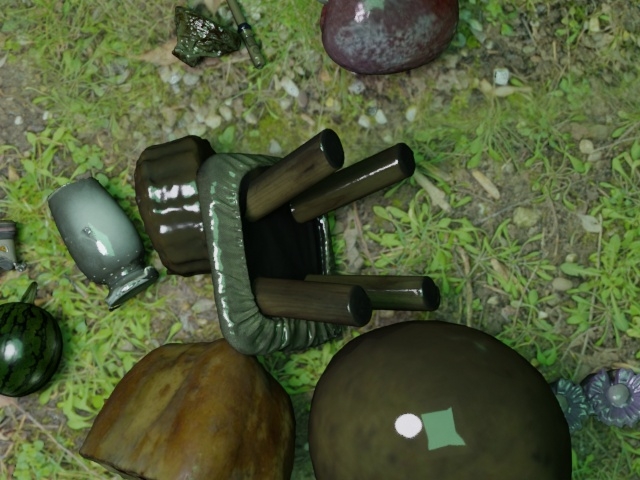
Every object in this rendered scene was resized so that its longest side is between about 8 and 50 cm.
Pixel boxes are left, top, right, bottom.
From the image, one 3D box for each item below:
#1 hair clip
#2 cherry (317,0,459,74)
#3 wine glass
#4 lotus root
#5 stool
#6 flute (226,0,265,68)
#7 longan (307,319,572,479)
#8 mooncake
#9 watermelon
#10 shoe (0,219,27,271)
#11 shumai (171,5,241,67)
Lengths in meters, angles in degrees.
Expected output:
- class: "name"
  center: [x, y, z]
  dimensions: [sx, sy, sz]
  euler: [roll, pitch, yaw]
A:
- class: "hair clip"
  center: [0.437, 0.264, 1.550]
  dimensions: [0.291, 0.085, 0.106]
  euler: [-6, 63, 1]
- class: "cherry"
  center: [0.094, -0.388, 1.575]
  dimensions: [0.285, 0.213, 0.236]
  euler: [12, 88, -10]
- class: "wine glass"
  center: [-0.348, 0.001, 1.536]
  dimensions: [0.111, 0.111, 0.204]
  euler: [-31, 84, -7]
- class: "lotus root"
  center: [-0.175, 0.298, 1.442]
  dimensions: [0.316, 0.316, 0.250]
  euler: [21, 61, 1]
- class: "stool"
  center: [0.000, 0.000, 1.427]
  dimensions: [0.226, 0.310, 0.311]
  euler: [-14, 83, 33]
- class: "flute"
  center: [-0.148, -0.402, 1.659]
  dimensions: [0.027, 0.027, 0.233]
  euler: [-23, 82, -6]
- class: "longan"
  center: [0.173, 0.294, 1.398]
  dimensions: [0.404, 0.405, 0.336]
  euler: [23, 49, 2]
- class: "mooncake"
  center: [-0.209, -0.049, 1.498]
  dimensions: [0.124, 0.228, 0.228]
  euler: [-13, 81, 7]
- class: "watermelon"
  center: [-0.470, 0.149, 1.494]
  dimensions: [0.140, 0.141, 0.188]
  euler: [8, 73, -1]
- class: "shoe"
  center: [-0.562, 0.035, 1.541]
  dimensions: [0.180, 0.089, 0.092]
  euler: [-23, 94, -4]
- class: "shumai"
  center: [-0.203, -0.333, 1.618]
  dimensions: [0.123, 0.099, 0.087]
  euler: [27, 97, 4]
